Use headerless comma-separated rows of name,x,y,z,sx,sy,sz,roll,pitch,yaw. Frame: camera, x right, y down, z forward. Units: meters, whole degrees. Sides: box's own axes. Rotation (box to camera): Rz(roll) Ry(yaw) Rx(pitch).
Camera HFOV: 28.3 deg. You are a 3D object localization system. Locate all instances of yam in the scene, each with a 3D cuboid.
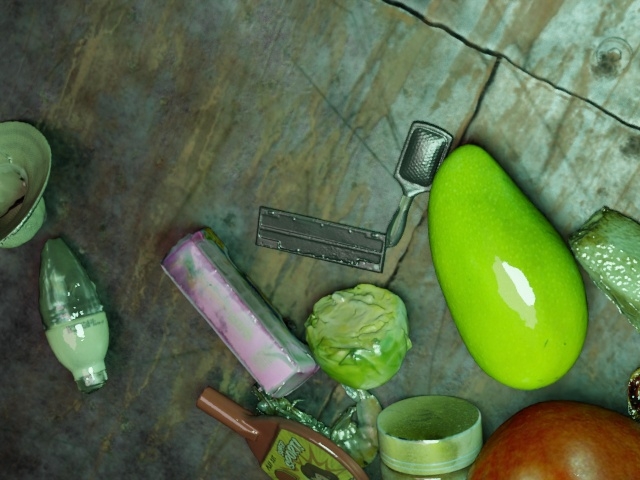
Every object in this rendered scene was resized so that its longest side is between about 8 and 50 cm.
yam,0.445,0.072,1.685,0.106,0.106,0.259,-39,94,26

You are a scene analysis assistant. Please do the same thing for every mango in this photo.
mango,0.246,0.035,1.702,0.192,0.156,0.343,-18,98,40

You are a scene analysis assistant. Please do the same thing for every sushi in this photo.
sushi,0.450,0.202,1.755,0.050,0.047,0.099,24,113,13

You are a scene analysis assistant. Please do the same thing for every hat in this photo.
hat,-0.481,-0.050,1.940,0.252,0.252,0.110,-15,145,23

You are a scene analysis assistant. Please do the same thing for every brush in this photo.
brush,0.128,-0.073,1.785,0.063,0.016,0.193,23,114,11

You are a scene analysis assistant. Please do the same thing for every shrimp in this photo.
shrimp,0.003,0.259,1.929,0.217,0.051,0.150,34,112,-3

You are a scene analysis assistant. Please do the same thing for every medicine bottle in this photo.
medicine bottle,0.167,0.403,1.862,0.151,0.151,0.322,1,109,18

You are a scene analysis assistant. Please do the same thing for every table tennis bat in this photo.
table tennis bat,-0.050,0.318,1.928,0.310,0.038,0.200,32,145,6

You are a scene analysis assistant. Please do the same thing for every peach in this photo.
peach,0.362,0.370,1.699,0.332,0.308,0.307,26,115,26

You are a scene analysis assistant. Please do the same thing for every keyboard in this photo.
keyboard,0.000,0.000,1.857,0.198,0.010,0.063,13,110,14

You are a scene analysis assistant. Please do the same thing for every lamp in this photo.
lamp,-0.387,0.118,1.985,0.101,0.101,0.250,-18,89,23

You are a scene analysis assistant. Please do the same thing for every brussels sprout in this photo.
brussels sprout,0.058,0.147,1.828,0.149,0.151,0.122,-17,134,-2

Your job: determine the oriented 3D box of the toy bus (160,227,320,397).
toy bus,-0.120,0.110,1.869,0.090,0.112,0.274,-42,85,10
